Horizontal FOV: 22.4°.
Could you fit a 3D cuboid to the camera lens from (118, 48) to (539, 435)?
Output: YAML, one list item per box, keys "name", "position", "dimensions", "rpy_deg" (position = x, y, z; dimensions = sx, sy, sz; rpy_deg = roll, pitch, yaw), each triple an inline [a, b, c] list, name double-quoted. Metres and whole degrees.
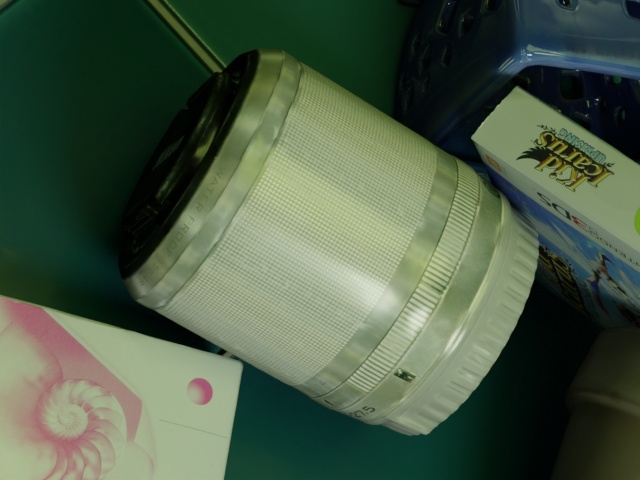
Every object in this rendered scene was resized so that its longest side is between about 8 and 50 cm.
- name: "camera lens"
  position: [0.000, 0.000, 1.240]
  dimensions: [0.274, 0.219, 0.219]
  rpy_deg: [30, 64, -14]

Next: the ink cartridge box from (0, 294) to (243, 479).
- name: "ink cartridge box"
  position: [-0.237, 0.203, 1.155]
  dimensions: [0.330, 0.071, 0.324]
  rpy_deg: [17, 68, -21]

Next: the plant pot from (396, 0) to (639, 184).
- name: "plant pot"
  position: [0.204, -0.184, 1.393]
  dimensions: [0.236, 0.236, 0.212]
  rpy_deg: [5, 66, -23]

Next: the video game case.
- name: "video game case"
  position: [0.251, 0.021, 1.275]
  dimensions: [0.244, 0.269, 0.061]
  rpy_deg: [38, 81, 30]

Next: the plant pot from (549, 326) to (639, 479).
- name: "plant pot"
  position: [0.290, 0.272, 1.268]
  dimensions: [0.323, 0.323, 0.280]
  rpy_deg: [35, 79, -11]
